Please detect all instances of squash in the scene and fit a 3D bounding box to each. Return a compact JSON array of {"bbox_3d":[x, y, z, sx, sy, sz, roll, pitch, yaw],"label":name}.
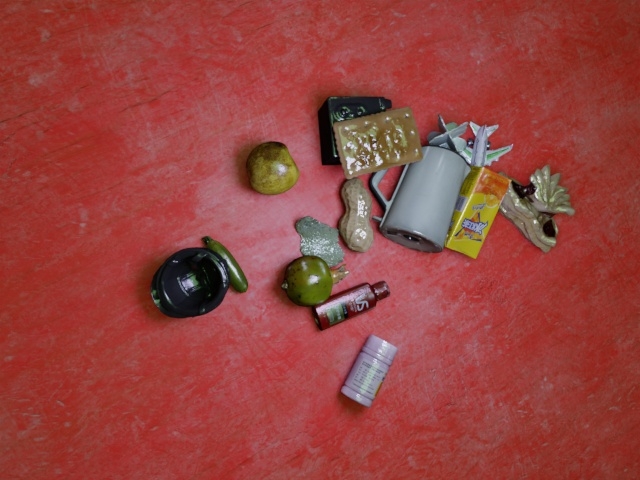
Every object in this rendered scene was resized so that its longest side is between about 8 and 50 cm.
[{"bbox_3d":[-0.341,0.084,1.724,0.066,0.066,0.252,-36,97,-15],"label":"squash"}]

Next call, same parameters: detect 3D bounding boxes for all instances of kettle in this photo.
[{"bbox_3d":[0.368,-0.183,1.878,0.361,0.250,0.376,20,78,15],"label":"kettle"}]

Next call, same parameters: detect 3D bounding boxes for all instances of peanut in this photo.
[{"bbox_3d":[0.137,-0.099,1.845,0.136,0.120,0.298,-2,84,4],"label":"peanut"}]

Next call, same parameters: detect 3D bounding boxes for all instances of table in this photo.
[{"bbox_3d":[0.510,-0.416,1.896,0.167,0.198,0.166,0,90,13],"label":"table"}]

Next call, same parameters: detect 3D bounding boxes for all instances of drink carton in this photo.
[{"bbox_3d":[0.627,-0.116,1.944,0.155,0.111,0.351,21,97,-15],"label":"drink carton"}]

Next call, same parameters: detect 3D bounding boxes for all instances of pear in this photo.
[{"bbox_3d":[-0.182,-0.257,1.727,0.198,0.197,0.197,1,87,-16],"label":"pear"}]

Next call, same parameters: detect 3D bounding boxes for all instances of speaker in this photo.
[{"bbox_3d":[0.136,-0.416,1.827,0.254,0.184,0.231,-4,89,-15],"label":"speaker"}]

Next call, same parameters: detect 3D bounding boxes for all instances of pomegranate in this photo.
[{"bbox_3d":[-0.019,0.137,1.736,0.246,0.198,0.198,-23,94,10],"label":"pomegranate"}]

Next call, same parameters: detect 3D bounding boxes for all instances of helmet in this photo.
[{"bbox_3d":[-0.433,0.139,1.646,0.279,0.160,0.230,-31,95,12],"label":"helmet"}]

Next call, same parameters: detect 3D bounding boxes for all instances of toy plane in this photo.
[{"bbox_3d":[0.673,-0.370,2.011,0.251,0.101,0.255,9,96,7],"label":"toy plane"}]

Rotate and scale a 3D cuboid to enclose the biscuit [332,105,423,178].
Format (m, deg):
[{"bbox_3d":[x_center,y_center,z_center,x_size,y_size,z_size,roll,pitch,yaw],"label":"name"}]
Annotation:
[{"bbox_3d":[0.214,-0.361,1.735,0.325,0.044,0.216,-15,97,-14],"label":"biscuit"}]

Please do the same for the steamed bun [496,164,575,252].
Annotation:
[{"bbox_3d":[0.935,-0.168,2.046,0.428,0.189,0.247,48,69,-8],"label":"steamed bun"}]

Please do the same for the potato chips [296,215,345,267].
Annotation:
[{"bbox_3d":[0.000,0.001,1.828,0.167,0.059,0.228,-21,101,-9],"label":"potato chips"}]

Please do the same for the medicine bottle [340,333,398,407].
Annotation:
[{"bbox_3d":[0.188,0.499,1.821,0.133,0.133,0.249,30,78,-12],"label":"medicine bottle"}]

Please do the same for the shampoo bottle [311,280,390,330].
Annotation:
[{"bbox_3d":[0.121,0.243,1.841,0.315,0.076,0.118,-19,101,-16],"label":"shampoo bottle"}]
